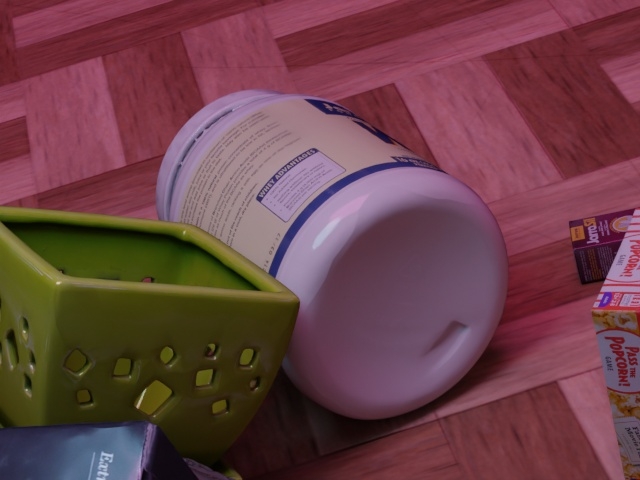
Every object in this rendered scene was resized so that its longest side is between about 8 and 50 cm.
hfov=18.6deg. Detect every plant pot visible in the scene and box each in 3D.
[{"bbox_3d":[-0.177,0.103,1.654,0.228,0.207,0.227,4,14,-29],"label":"plant pot"}]

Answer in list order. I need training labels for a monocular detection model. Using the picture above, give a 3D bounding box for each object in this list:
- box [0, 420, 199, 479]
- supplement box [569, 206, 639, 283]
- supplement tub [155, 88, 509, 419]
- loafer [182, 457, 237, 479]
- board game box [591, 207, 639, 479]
[{"bbox_3d":[-0.279,0.310,1.383,0.395,0.212,0.294,-4,55,20],"label":"box"},{"bbox_3d":[0.284,0.003,1.873,0.083,0.043,0.055,-12,32,8],"label":"supplement box"},{"bbox_3d":[0.000,0.000,1.823,0.235,0.235,0.325,-27,32,-18],"label":"supplement tub"},{"bbox_3d":[-0.095,0.226,1.560,0.267,0.096,0.084,23,11,-8],"label":"loafer"},{"bbox_3d":[0.272,0.093,1.583,0.045,0.194,0.147,0,35,26],"label":"board game box"}]
